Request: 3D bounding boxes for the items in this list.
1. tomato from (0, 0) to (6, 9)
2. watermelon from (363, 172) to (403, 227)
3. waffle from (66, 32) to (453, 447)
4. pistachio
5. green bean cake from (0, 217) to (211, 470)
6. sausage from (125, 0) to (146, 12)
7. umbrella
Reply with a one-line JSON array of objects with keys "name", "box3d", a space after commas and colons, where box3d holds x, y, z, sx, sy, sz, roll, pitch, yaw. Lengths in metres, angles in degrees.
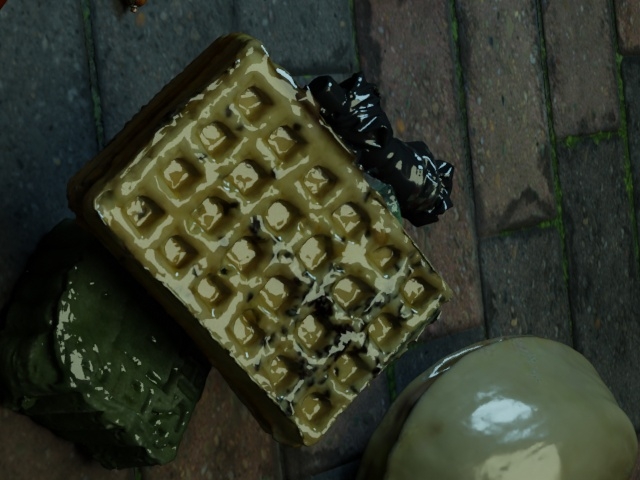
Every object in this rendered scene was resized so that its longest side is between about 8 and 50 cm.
[{"name": "tomato", "box3d": [-0.385, -0.290, 1.557, 0.226, 0.298, 0.298, 39, 45, 6]}, {"name": "watermelon", "box3d": [0.027, 0.018, 2.069, 0.283, 0.250, 0.293, 47, 54, -46]}, {"name": "waffle", "box3d": [-0.059, 0.008, 1.803, 0.261, 0.114, 0.376, -46, 115, -18]}, {"name": "pistachio", "box3d": [0.235, 0.312, 2.314, 0.445, 0.281, 0.365, -22, 105, -35]}, {"name": "green bean cake", "box3d": [-0.223, 0.109, 1.835, 0.227, 0.125, 0.223, 45, 52, -35]}, {"name": "sausage", "box3d": [-0.203, -0.307, 1.965, 0.031, 0.031, 0.107, 24, 68, -50]}, {"name": "umbrella", "box3d": [0.070, -0.115, 2.252, 0.122, 0.110, 0.272, -49, 131, -4]}]
